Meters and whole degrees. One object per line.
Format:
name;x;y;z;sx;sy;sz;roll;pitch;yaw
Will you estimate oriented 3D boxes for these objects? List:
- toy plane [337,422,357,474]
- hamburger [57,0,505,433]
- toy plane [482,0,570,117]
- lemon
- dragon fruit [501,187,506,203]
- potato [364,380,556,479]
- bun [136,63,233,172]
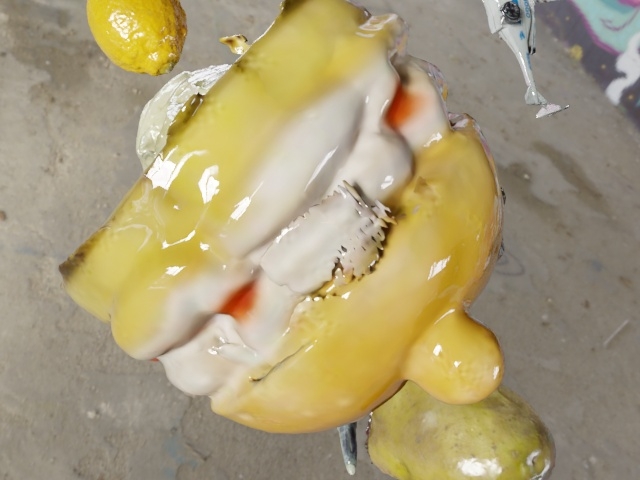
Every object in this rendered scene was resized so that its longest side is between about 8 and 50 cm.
toy plane;0.026;0.146;0.881;0.192;0.088;0.262;-1;34;-5
hamburger;0.000;0.000;0.484;0.237;0.276;0.276;41;34;-7
toy plane;0.334;-0.347;1.305;0.107;0.273;0.182;-10;13;-23
lemon;-0.272;-0.326;1.135;0.142;0.142;0.187;-17;73;-46
dragon fruit;0.188;-0.051;1.115;0.182;0.182;0.188;-2;16;-37
potato;0.222;0.301;1.130;0.229;0.229;0.266;3;13;-33
bun;-0.208;-0.147;1.314;0.213;0.361;0.361;8;40;-24
